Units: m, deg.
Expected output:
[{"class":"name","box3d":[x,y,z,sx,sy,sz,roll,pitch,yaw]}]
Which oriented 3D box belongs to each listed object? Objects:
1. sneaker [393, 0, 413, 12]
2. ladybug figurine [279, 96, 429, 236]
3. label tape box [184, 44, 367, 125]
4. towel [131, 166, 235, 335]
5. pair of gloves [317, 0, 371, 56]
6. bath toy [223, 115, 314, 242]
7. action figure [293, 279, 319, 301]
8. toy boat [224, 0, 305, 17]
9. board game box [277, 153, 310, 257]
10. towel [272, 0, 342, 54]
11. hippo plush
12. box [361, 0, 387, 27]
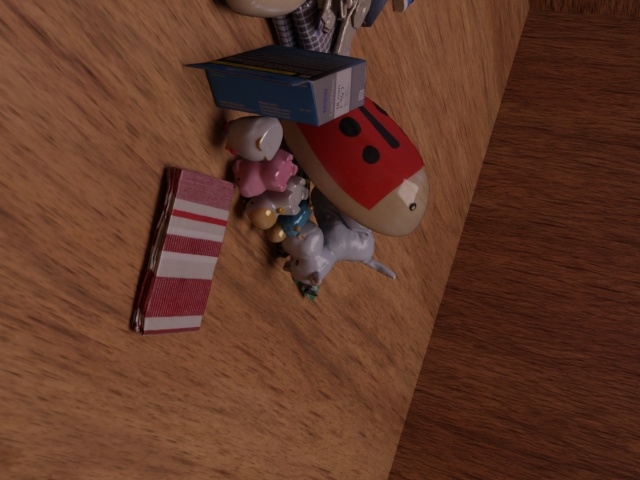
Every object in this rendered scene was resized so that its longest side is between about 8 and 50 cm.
[{"class":"sneaker","box3d":[0.262,-0.782,2.288,0.084,0.058,0.152,-50,149,-38]},{"class":"ladybug figurine","box3d":[0.093,-0.212,1.764,0.162,0.449,0.305,-46,178,39]},{"class":"label tape box","box3d":[-0.081,-0.310,1.514,0.334,0.241,0.106,-37,136,-56]},{"class":"towel","box3d":[-0.271,0.026,1.513,0.237,0.037,0.329,13,91,-69]},{"class":"pair of gloves","box3d":[0.058,-0.530,1.673,0.240,0.042,0.204,31,75,-69]},{"class":"bath toy","box3d":[-0.128,-0.139,1.640,0.151,0.129,0.348,-54,150,-24]},{"class":"action figure","box3d":[0.003,0.042,2.122,0.137,0.063,0.232,63,41,-52]},{"class":"toy boat","box3d":[-0.101,-0.602,1.464,0.267,0.148,0.318,-23,129,-50]},{"class":"board game box","box3d":[-0.068,-0.097,1.923,0.136,0.030,0.259,-42,139,-57]},{"class":"towel","box3d":[-0.001,-0.544,1.730,0.235,0.121,0.283,67,41,-55]},{"class":"hippo plush","box3d":[0.000,0.000,1.907,0.236,0.234,0.294,-31,121,-19]},{"class":"box","box3d":[0.143,-0.725,2.047,0.232,0.059,0.183,-60,153,-34]}]
